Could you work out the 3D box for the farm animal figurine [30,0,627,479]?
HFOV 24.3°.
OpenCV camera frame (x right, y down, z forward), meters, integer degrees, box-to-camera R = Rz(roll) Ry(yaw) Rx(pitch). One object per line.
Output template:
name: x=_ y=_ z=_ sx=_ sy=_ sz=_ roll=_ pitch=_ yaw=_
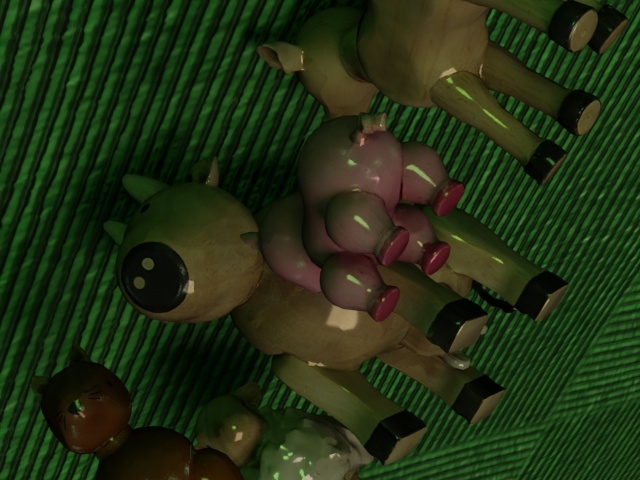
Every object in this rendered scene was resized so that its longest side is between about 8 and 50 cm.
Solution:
farm animal figurine: x=0.000 y=0.000 z=0.703 sx=0.330 sy=0.172 sz=0.327 roll=-55 pitch=158 yaw=5
